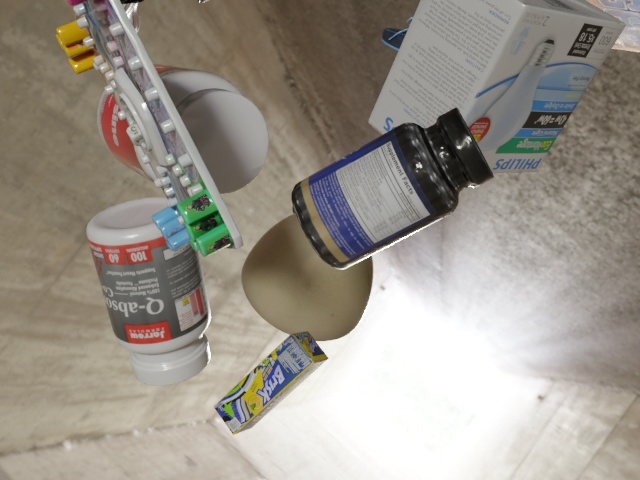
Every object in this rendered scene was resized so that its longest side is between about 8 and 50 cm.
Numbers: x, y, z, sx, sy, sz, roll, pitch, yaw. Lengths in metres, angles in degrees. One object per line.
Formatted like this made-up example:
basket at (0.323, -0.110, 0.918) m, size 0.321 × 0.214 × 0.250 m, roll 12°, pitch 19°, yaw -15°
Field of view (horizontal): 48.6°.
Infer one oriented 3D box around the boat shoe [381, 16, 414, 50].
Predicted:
boat shoe at (0.268, -0.490, 1.718) m, size 0.258 × 0.089 × 0.109 m, roll 24°, pitch -149°, yaw 28°

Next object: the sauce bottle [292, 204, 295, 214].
sauce bottle at (0.000, 0.000, 2.023) m, size 0.111 × 0.111 × 0.344 m, roll 36°, pitch 159°, yaw 30°

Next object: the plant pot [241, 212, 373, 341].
plant pot at (-0.004, 0.040, 1.480) m, size 0.284 × 0.191 × 0.284 m, roll 15°, pitch -139°, yaw -13°

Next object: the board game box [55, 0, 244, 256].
board game box at (-0.247, -0.156, 0.942) m, size 0.389 × 0.050 × 0.390 m, roll 64°, pitch 164°, yaw -8°

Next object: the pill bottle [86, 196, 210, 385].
pill bottle at (-0.347, 0.108, 1.495) m, size 0.210 × 0.210 × 0.362 m, roll 34°, pitch 137°, yaw 57°

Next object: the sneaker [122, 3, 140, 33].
sneaker at (-0.387, -0.427, 1.303) m, size 0.090 × 0.115 × 0.232 m, roll 41°, pitch 143°, yaw -4°

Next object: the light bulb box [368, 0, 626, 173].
light bulb box at (0.346, -0.334, 1.426) m, size 0.358 × 0.361 × 0.225 m, roll -8°, pitch -136°, yaw -39°

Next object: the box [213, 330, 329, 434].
box at (-0.072, 0.205, 1.021) m, size 0.054 × 0.169 × 0.059 m, roll 51°, pitch -165°, yaw 17°

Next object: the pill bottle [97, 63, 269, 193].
pill bottle at (-0.263, -0.210, 1.337) m, size 0.229 × 0.229 × 0.408 m, roll 38°, pitch 173°, yaw -34°

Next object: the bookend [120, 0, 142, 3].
bookend at (-0.239, -0.396, 1.048) m, size 0.157 × 0.156 × 0.072 m, roll -7°, pitch 104°, yaw 43°

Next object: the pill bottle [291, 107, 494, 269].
pill bottle at (0.086, -0.063, 0.844) m, size 0.122 × 0.219 × 0.122 m, roll 55°, pitch -164°, yaw -25°

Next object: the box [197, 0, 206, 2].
box at (-0.222, -0.735, 1.491) m, size 0.394 × 0.318 × 0.097 m, roll 57°, pitch 162°, yaw 7°

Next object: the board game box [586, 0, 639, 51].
board game box at (0.779, -0.617, 1.477) m, size 0.356 × 0.356 × 0.356 m, roll 21°, pitch -178°, yaw 35°
